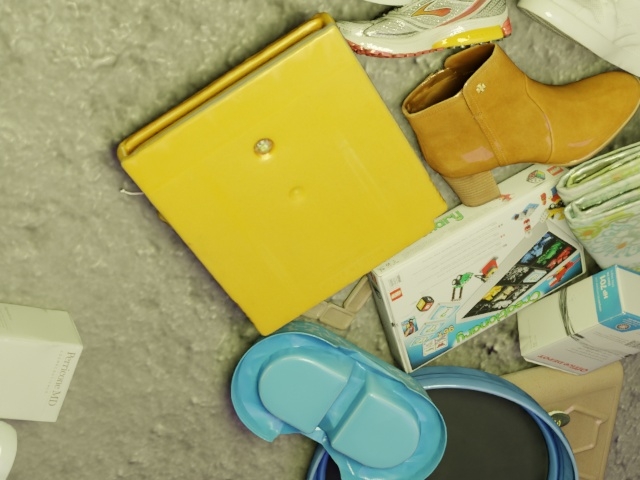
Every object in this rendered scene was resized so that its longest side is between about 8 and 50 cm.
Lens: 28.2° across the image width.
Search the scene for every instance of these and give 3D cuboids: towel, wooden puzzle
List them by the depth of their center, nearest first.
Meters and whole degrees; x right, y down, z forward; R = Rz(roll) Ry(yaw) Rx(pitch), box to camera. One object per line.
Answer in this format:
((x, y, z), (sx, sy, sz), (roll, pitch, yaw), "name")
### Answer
((0.519, -0.045, 1.728), (0.320, 0.090, 0.374), (-20, 150, 21), "towel")
((0.303, 0.345, 1.984), (0.322, 0.080, 0.348), (-11, 119, -21), "wooden puzzle")

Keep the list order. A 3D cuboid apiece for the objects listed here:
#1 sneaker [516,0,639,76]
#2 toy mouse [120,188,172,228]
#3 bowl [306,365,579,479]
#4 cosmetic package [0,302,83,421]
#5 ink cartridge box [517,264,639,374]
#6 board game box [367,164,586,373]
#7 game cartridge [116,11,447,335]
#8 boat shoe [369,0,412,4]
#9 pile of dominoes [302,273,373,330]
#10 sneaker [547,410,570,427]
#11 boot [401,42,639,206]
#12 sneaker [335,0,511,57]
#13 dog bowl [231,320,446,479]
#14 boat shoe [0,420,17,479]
((0.375, -0.310, 1.590), (0.292, 0.108, 0.169), (12, 112, -44), "sneaker")
((-0.150, -0.072, 1.504), (0.161, 0.031, 0.143), (10, 115, -32), "toy mouse")
((0.171, 0.352, 1.834), (0.391, 0.077, 0.391), (-1, 117, -2), "bowl")
((-0.403, 0.135, 1.470), (0.231, 0.085, 0.117), (10, 115, -31), "cosmetic package")
((0.398, 0.117, 1.823), (0.139, 0.082, 0.190), (18, 148, -35), "ink cartridge box")
((0.217, 0.035, 1.743), (0.305, 0.053, 0.193), (-28, 131, -12), "board game box")
((-0.033, -0.067, 1.493), (0.285, 0.053, 0.324), (-32, 129, 4), "game cartridge")
((-0.008, -0.336, 1.358), (0.302, 0.114, 0.091), (12, 119, -34), "boat shoe")
((0.000, 0.000, 1.642), (0.251, 0.040, 0.196), (25, 105, -45), "pile of dominoes")
((0.339, 0.279, 1.896), (0.083, 0.035, 0.031), (-11, 120, -21), "sneaker")
((0.258, -0.178, 1.599), (0.295, 0.104, 0.211), (-32, 136, 2), "boot")
((0.114, -0.267, 1.499), (0.225, 0.088, 0.093), (-14, 106, -20), "sneaker")
((0.026, 0.214, 1.681), (0.297, 0.074, 0.166), (30, 109, -9), "dog bowl")
((-0.473, 0.310, 1.504), (0.094, 0.109, 0.302), (32, 116, -32), "boat shoe")
